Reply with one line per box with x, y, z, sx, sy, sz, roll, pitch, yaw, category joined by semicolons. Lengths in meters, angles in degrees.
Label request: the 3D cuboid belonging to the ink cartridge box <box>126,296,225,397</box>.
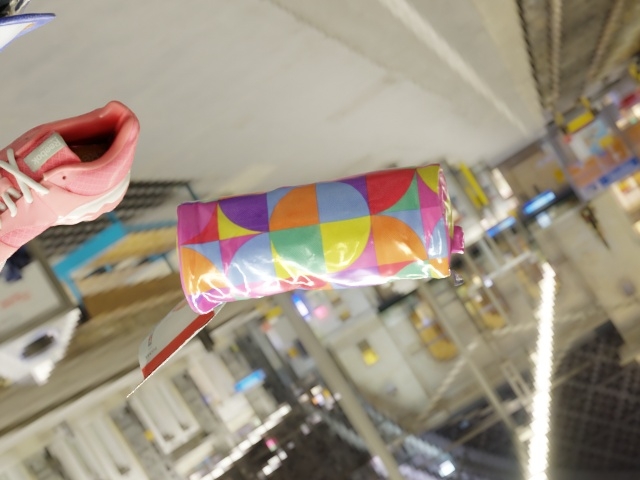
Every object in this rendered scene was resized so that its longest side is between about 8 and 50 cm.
-0.186;0.113;1.699;0.145;0.045;0.179;-43;-179;23;ink cartridge box

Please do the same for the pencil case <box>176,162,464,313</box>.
0.000;0.000;1.089;0.236;0.104;0.104;-6;180;5;pencil case

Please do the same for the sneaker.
-0.299;-0.054;1.278;0.314;0.116;0.136;-37;171;-40;sneaker

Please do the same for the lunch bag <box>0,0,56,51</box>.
-0.321;-0.208;0.762;0.328;0.239;0.385;-22;152;-41;lunch bag
